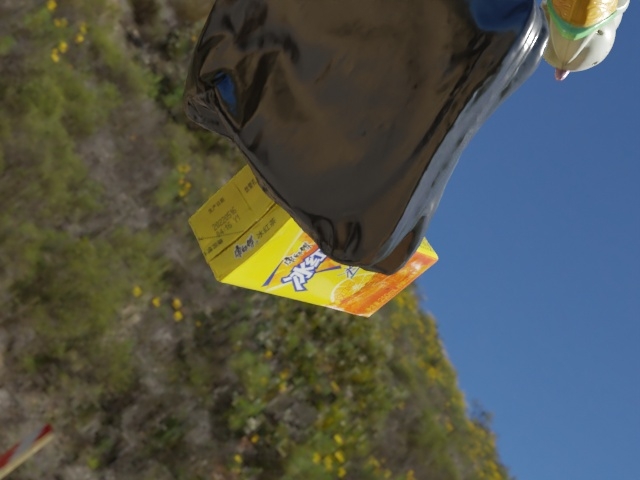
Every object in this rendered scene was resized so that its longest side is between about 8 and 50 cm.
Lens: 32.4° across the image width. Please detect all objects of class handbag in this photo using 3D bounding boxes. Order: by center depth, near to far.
[{"bbox_3d":[0.009,-0.118,0.727,0.075,0.192,0.332,24,13,-35],"label":"handbag"}]

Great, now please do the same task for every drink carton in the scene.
[{"bbox_3d":[0.000,0.000,1.462,0.351,0.154,0.111,18,36,-56],"label":"drink carton"}]

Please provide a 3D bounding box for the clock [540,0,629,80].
[{"bbox_3d":[0.336,-0.297,1.403,0.103,0.231,0.144,22,-51,14],"label":"clock"}]
